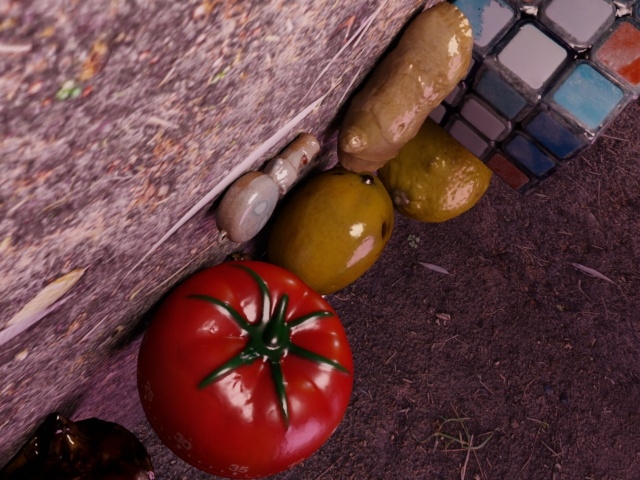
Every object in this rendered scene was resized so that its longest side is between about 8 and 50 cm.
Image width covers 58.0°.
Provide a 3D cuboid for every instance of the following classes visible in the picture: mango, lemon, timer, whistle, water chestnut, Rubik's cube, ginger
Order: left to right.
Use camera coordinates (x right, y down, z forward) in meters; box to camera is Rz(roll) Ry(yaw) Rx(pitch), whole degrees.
[{"bbox_3d":[-0.446,0.432,1.048,0.300,0.300,0.300,-46,176,-4],"label":"water chestnut"},{"bbox_3d":[-0.132,0.228,1.035,0.378,0.378,0.279,-42,171,-46],"label":"timer"},{"bbox_3d":[-0.080,-0.078,0.834,0.220,0.057,0.107,-49,164,-23],"label":"whistle"},{"bbox_3d":[0.000,0.000,1.267,0.301,0.221,0.445,-57,-174,-28],"label":"mango"},{"bbox_3d":[0.125,-0.233,0.951,0.190,0.126,0.354,-28,162,-45],"label":"ginger"},{"bbox_3d":[0.328,-0.222,1.697,0.387,0.350,0.350,-49,178,-28],"label":"lemon"},{"bbox_3d":[0.422,-0.353,1.108,0.358,0.363,0.362,-49,173,-9],"label":"Rubik's cube"}]

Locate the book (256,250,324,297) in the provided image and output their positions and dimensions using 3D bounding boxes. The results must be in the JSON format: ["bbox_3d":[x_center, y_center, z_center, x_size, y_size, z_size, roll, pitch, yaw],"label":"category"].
[{"bbox_3d":[-0.046,0.058,1.504,0.217,0.021,0.310,-46,-145,-5],"label":"book"}]

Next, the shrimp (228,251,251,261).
[{"bbox_3d":[-0.187,0.061,1.247,0.101,0.042,0.190,-37,175,-19],"label":"shrimp"}]

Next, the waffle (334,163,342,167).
[{"bbox_3d":[0.068,-0.181,1.396,0.194,0.051,0.149,-42,178,29],"label":"waffle"}]

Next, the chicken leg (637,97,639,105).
[{"bbox_3d":[0.716,-0.392,1.083,0.201,0.153,0.429,-44,156,-12],"label":"chicken leg"}]
